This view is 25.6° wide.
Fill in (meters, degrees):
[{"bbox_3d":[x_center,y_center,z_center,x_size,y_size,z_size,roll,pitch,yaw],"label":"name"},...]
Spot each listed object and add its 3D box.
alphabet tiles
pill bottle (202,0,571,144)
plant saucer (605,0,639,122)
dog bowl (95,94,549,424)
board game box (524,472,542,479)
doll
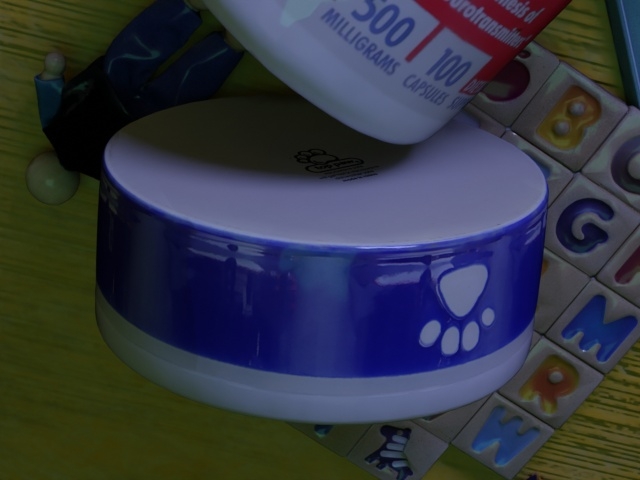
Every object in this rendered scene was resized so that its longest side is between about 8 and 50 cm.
[{"bbox_3d":[0.088,0.022,0.990,0.285,0.011,0.342,33,113,-9],"label":"alphabet tiles"},{"bbox_3d":[0.112,-0.264,0.752,0.229,0.229,0.407,40,110,-14],"label":"pill bottle"},{"bbox_3d":[0.221,-0.151,0.914,0.067,0.018,0.192,-14,112,9],"label":"plant saucer"},{"bbox_3d":[0.000,0.000,0.837,0.264,0.265,0.104,5,112,0],"label":"dog bowl"},{"bbox_3d":[0.144,0.282,1.093,0.170,0.048,0.141,-36,110,16],"label":"board game box"},{"bbox_3d":[-0.127,-0.086,0.942,0.189,0.046,0.129,-39,106,17],"label":"doll"}]
